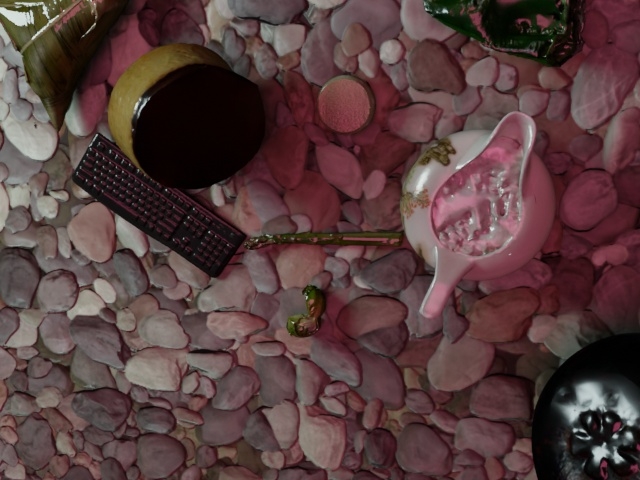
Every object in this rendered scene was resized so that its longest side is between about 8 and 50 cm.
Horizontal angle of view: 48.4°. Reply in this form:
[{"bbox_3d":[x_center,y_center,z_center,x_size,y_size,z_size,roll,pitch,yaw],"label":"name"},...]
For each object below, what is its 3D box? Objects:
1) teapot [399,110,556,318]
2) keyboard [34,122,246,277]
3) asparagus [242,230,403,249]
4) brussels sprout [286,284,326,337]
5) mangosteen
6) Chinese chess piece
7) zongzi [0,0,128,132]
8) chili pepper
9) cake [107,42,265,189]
[{"bbox_3d":[0.205,-0.033,0.951,0.204,0.139,0.298,18,107,5],"label":"teapot"},{"bbox_3d":[-0.293,-0.084,1.098,0.381,0.041,0.103,37,108,1],"label":"keyboard"},{"bbox_3d":[0.000,0.000,1.064,0.249,0.025,0.024,-1,146,13],"label":"asparagus"},{"bbox_3d":[-0.018,0.112,1.085,0.051,0.046,0.083,27,107,-2],"label":"brussels sprout"},{"bbox_3d":[0.427,0.264,0.920,0.300,0.300,0.300,3,105,12],"label":"mangosteen"},{"bbox_3d":[0.036,-0.191,1.002,0.084,0.034,0.084,4,107,13],"label":"Chinese chess piece"},{"bbox_3d":[-0.343,-0.276,1.034,0.205,0.094,0.204,-12,105,15],"label":"zongzi"},{"bbox_3d":[0.239,-0.295,0.918,0.216,0.062,0.108,17,101,8],"label":"chili pepper"},{"bbox_3d":[-0.192,-0.188,0.996,0.208,0.178,0.185,-33,136,3],"label":"cake"}]
